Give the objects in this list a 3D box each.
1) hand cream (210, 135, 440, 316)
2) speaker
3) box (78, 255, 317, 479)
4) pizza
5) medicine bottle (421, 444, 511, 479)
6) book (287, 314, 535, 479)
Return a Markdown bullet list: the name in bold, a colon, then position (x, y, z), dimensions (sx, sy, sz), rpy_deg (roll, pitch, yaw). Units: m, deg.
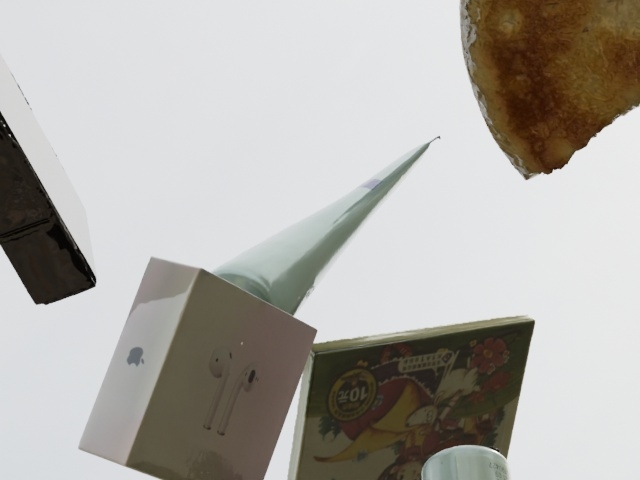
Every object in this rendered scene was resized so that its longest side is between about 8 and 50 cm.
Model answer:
- **hand cream**: position (0.000, 0.000, 1.301), dimensions (0.109, 0.067, 0.321), rpy_deg (-36, 3, 33)
- **speaker**: position (-0.202, -0.061, 1.041), dimensions (0.044, 0.082, 0.218), rpy_deg (-20, -46, 3)
- **box**: position (-0.077, 0.093, 1.078), dimensions (0.130, 0.051, 0.129), rpy_deg (31, -104, -50)
- **pizza**: position (0.234, -0.197, 1.476), dimensions (0.226, 0.086, 0.335), rpy_deg (4, -56, 8)
- **medicine bottle**: position (0.077, 0.150, 0.854), dimensions (0.047, 0.083, 0.047), rpy_deg (-1, -38, -1)
- **book**: position (0.064, 0.221, 1.402), dimensions (0.228, 0.018, 0.322), rpy_deg (-6, -65, -32)
